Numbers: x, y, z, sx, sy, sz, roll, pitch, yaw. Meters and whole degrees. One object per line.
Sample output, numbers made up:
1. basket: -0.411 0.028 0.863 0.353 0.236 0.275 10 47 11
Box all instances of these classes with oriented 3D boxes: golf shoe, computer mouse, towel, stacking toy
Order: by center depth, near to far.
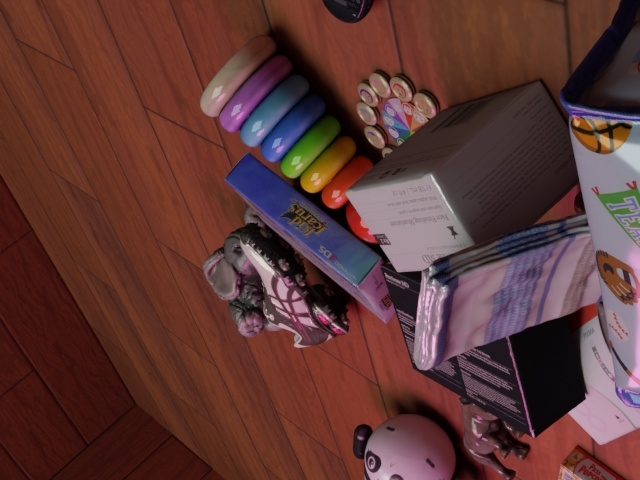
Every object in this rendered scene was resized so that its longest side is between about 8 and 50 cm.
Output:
1. towel: 0.229 0.043 1.021 0.209 0.284 0.034 89 160 -57
2. computer mouse: 0.040 -0.338 1.072 0.071 0.041 0.242 32 146 17
3. stacking toy: -0.005 -0.127 1.377 0.330 0.141 0.141 43 157 -3
4. golf shoe: -0.065 0.088 1.709 0.273 0.120 0.105 49 -159 -25

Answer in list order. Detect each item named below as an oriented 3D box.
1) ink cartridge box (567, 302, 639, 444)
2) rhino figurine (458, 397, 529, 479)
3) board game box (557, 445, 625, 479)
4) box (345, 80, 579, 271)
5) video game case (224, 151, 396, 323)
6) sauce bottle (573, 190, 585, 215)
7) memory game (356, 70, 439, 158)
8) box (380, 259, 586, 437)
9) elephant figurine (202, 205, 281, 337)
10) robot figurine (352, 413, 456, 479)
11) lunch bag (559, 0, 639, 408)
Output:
1. ink cartridge box: 0.330 0.146 1.273 0.232 0.066 0.189 41 156 8
2. rhino figurine: 0.267 0.291 1.567 0.106 0.073 0.243 34 157 32
3. board game box: 0.444 0.413 1.486 0.193 0.045 0.147 35 153 29
4. box: 0.158 -0.065 1.086 0.119 0.182 0.181 55 156 -13
5. video game case: 0.000 0.000 1.523 0.269 0.061 0.244 39 177 21
6. sauce bottle: 0.308 0.000 1.103 0.042 0.042 0.128 27 151 41
7. memory game: 0.114 -0.137 1.270 0.186 0.012 0.186 39 155 22
8. box: 0.211 0.118 1.318 0.261 0.103 0.184 25 142 56
9. elephant figurine: -0.130 0.044 1.843 0.169 0.186 0.240 -62 -50 -69
10. robot figurine: 0.165 0.442 1.856 0.209 0.174 0.278 -2 144 3
11. lunch bag: 0.398 -0.009 0.705 0.385 0.239 0.328 9 136 34
